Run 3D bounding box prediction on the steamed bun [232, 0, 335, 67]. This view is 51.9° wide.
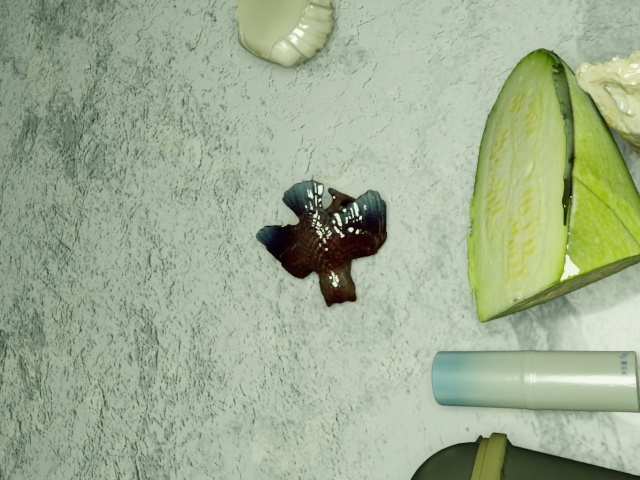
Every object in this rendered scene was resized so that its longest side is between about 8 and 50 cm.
[{"bbox_3d":[-0.053,-0.373,1.116,0.182,0.106,0.183,-7,74,26],"label":"steamed bun"}]

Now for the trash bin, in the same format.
[{"bbox_3d":[0.252,0.341,0.762,0.333,0.214,0.214,3,82,24],"label":"trash bin"}]

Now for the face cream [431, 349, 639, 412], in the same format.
[{"bbox_3d":[0.275,0.181,0.853,0.250,0.077,0.077,-4,79,27],"label":"face cream"}]

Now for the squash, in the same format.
[{"bbox_3d":[0.263,-0.089,0.825,0.210,0.234,0.309,-16,75,-19],"label":"squash"}]

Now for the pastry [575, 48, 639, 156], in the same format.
[{"bbox_3d":[0.381,-0.145,0.760,0.089,0.258,0.121,-47,53,17],"label":"pastry"}]

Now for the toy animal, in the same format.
[{"bbox_3d":[0.002,0.008,1.010,0.218,0.116,0.180,-17,73,18],"label":"toy animal"}]
